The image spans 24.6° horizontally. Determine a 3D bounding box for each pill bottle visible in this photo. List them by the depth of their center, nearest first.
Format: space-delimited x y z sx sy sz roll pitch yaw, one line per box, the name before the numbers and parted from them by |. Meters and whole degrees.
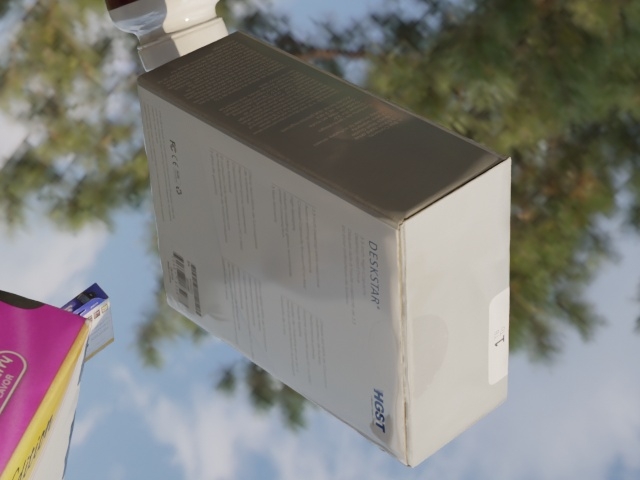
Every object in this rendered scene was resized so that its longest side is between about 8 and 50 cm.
pill bottle | -0.118 -0.200 1.022 0.086 0.152 0.086 -20 -170 4

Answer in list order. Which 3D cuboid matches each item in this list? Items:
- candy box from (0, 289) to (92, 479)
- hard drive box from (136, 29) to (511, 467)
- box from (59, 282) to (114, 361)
candy box | -0.147 0.145 0.490 0.159 0.071 0.233 -69 176 -50
hard drive box | 0.000 0.000 0.893 0.089 0.181 0.232 -30 -136 -31
box | -0.267 0.098 1.598 0.081 0.136 0.028 -37 -110 -21
